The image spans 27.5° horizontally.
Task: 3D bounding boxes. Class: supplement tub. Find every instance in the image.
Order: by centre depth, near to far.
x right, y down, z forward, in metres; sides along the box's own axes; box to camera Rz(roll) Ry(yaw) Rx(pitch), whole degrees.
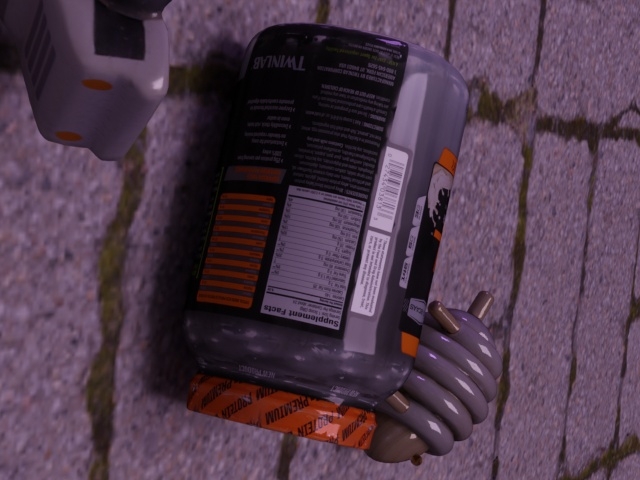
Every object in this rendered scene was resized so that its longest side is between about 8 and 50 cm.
[{"bbox_3d":[0.000,0.000,0.640,0.117,0.117,0.190,25,76,-60],"label":"supplement tub"}]

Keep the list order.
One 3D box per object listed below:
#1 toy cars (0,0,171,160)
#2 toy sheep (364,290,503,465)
[{"bbox_3d":[-0.077,-0.221,0.420,0.087,0.176,0.394,4,115,-19],"label":"toy cars"},{"bbox_3d":[0.070,0.083,0.819,0.132,0.091,0.091,-51,142,-13],"label":"toy sheep"}]
